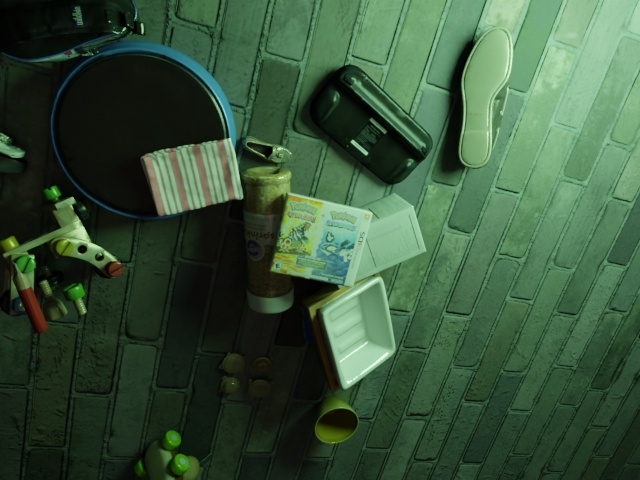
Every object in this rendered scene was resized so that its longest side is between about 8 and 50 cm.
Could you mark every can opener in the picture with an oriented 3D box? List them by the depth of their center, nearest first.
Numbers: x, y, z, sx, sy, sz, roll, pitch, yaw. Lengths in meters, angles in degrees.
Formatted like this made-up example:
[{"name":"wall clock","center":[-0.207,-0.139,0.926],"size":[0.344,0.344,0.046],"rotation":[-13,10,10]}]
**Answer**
[{"name":"can opener","center":[-0.746,-0.218,0.930],"size":[0.281,0.074,0.093],"rotation":[25,104,-21]}]

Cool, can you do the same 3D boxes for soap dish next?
[{"name":"soap dish","center":[0.077,0.233,1.249],"size":[0.229,0.118,0.290],"rotation":[-29,121,-26]}]

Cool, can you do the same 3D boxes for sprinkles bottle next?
[{"name":"sprinkles bottle","center":[-0.128,0.001,1.143],"size":[0.122,0.121,0.355],"rotation":[-4,112,-12]}]

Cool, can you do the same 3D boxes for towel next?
[{"name":"towel","center":[-0.277,-0.137,1.018],"size":[0.197,0.029,0.144],"rotation":[-13,114,-9]}]

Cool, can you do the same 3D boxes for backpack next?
[{"name":"backpack","center":[-0.493,-0.450,0.827],"size":[0.264,0.213,0.276],"rotation":[-27,109,-11]}]

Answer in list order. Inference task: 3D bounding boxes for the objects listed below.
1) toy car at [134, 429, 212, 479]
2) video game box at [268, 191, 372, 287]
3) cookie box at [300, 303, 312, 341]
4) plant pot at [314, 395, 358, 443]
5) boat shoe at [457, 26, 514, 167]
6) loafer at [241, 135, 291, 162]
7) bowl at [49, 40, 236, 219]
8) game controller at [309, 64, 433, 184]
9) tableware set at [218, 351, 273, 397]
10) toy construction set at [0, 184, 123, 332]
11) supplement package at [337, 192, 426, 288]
[{"name":"toy car","center":[-0.411,0.658,1.356],"size":[0.155,0.149,0.188],"rotation":[-46,143,11]},{"name":"video game box","center":[0.000,0.000,1.073],"size":[0.205,0.048,0.186],"rotation":[12,98,-11]},{"name":"cookie box","center":[-0.006,0.225,1.305],"size":[0.092,0.040,0.107],"rotation":[-9,112,-12]},{"name":"plant pot","center":[0.038,0.531,1.408],"size":[0.134,0.095,0.134],"rotation":[-5,113,-12]},{"name":"boat shoe","center":[0.408,-0.350,1.163],"size":[0.112,0.095,0.334],"rotation":[11,108,20]},{"name":"loafer","center":[-0.127,-0.212,1.102],"size":[0.125,0.039,0.045],"rotation":[17,106,-19]},{"name":"bowl","center":[-0.382,-0.228,1.014],"size":[0.392,0.077,0.390],"rotation":[-5,112,-12]},{"name":"game controller","center":[0.129,-0.275,1.138],"size":[0.319,0.067,0.166],"rotation":[36,114,-23]},{"name":"tableware set","center":[-0.213,0.389,1.333],"size":[0.169,0.020,0.140],"rotation":[11,106,-16]},{"name":"toy construction set","center":[-0.573,0.021,0.959],"size":[0.258,0.309,0.237],"rotation":[-17,109,-16]},{"name":"supplement package","center":[0.121,-0.003,1.193],"size":[0.244,0.134,0.138],"rotation":[-23,113,-4]}]
